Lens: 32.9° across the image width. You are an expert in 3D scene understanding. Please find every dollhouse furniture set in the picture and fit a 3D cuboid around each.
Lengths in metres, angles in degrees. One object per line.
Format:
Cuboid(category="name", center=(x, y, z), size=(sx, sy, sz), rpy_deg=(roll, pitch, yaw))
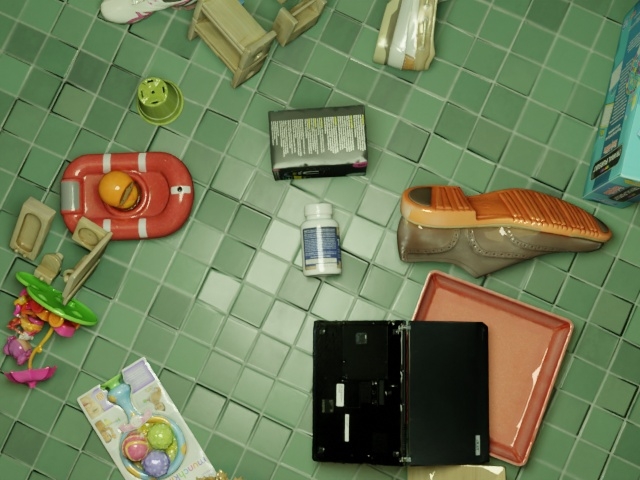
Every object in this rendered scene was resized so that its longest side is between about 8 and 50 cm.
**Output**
Cuboid(category="dollhouse furniture set", center=(-0.111, -0.379, 1.866), size=(0.184, 0.129, 0.129), rpy_deg=(-39, 84, -27))
Cuboid(category="dollhouse furniture set", center=(-0.454, 0.028, 1.786), size=(0.151, 0.144, 0.123), rpy_deg=(32, 43, -1))

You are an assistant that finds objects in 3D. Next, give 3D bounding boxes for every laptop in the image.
Cuboid(category="laptop", center=(0.131, 0.249, 1.792), size=(0.264, 0.136, 0.234), rpy_deg=(-3, 83, 27))

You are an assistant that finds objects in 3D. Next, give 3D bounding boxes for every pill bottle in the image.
Cuboid(category="pill bottle", center=(0.000, 0.000, 1.838), size=(0.067, 0.067, 0.120), rpy_deg=(-4, 84, 1))

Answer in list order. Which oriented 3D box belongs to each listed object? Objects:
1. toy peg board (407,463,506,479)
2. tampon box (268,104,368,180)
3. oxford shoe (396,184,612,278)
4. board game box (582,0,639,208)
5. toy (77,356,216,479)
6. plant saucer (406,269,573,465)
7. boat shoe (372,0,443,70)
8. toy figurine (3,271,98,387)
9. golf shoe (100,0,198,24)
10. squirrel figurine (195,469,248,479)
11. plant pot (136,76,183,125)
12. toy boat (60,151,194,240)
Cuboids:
Cuboid(category="toy peg board", center=(0.231, 0.449, 1.795), size=(0.160, 0.079, 0.161), rpy_deg=(-2, 83, 16))
Cuboid(category="tampon box", center=(-0.003, -0.162, 1.827), size=(0.161, 0.120, 0.101), rpy_deg=(-3, 84, 1))
Cuboid(category="oxford shoe", center=(0.305, -0.007, 1.828), size=(0.364, 0.130, 0.133), rpy_deg=(6, 117, -5))
Cuboid(category="board game box", center=(0.527, -0.236, 1.761), size=(0.079, 0.254, 0.336), rpy_deg=(14, 85, 2))
Cuboid(category="toy", center=(-0.294, 0.331, 1.815), size=(0.137, 0.056, 0.237), rpy_deg=(-32, 85, -1))
Cuboid(category="plant saucer", center=(0.260, 0.212, 1.823), size=(0.259, 0.048, 0.258), rpy_deg=(20, 85, 2))
Cuboid(category="boat shoe", center=(0.178, -0.439, 1.865), size=(0.103, 0.113, 0.302), rpy_deg=(16, 95, 1))
Cuboid(category="toy figurine", center=(-0.483, 0.161, 1.818), size=(0.173, 0.130, 0.159), rpy_deg=(32, 95, 26))
Cuboid(category="golf shoe", center=(-0.295, -0.426, 1.878), size=(0.186, 0.086, 0.067), rpy_deg=(-15, 86, 1))
Cuboid(category="squirrel figurine", center=(-0.193, 0.559, 1.683), size=(0.397, 0.370, 0.281), rpy_deg=(-48, 115, -41))
Cuboid(category="plant pot", center=(-0.282, -0.247, 1.861), size=(0.083, 0.079, 0.083), rpy_deg=(0, 84, 1))
Cuboid(category="toy boat", center=(-0.328, -0.079, 1.809), size=(0.231, 0.151, 0.151), rpy_deg=(-3, 85, 1))
